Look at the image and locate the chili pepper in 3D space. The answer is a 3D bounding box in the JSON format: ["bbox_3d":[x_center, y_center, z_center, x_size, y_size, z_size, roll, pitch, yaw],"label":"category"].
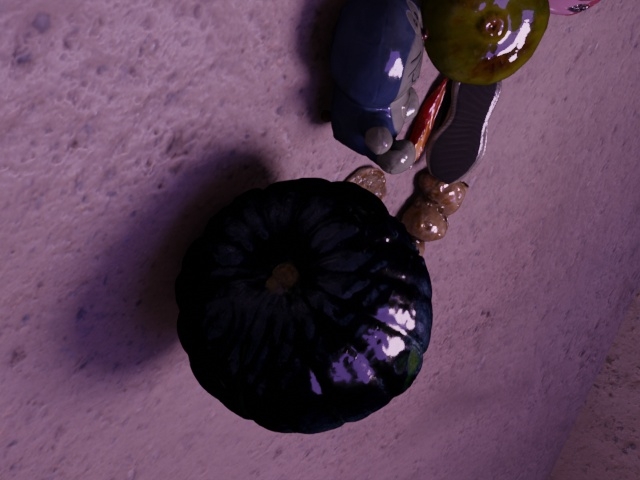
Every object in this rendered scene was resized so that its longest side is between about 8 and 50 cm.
[{"bbox_3d":[0.181,-0.206,1.755,0.045,0.027,0.178,-9,126,-58],"label":"chili pepper"}]

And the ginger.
[{"bbox_3d":[0.192,-0.039,1.884,0.104,0.080,0.204,25,97,-28],"label":"ginger"}]

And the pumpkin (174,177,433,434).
[{"bbox_3d":[-0.021,0.085,1.400,0.363,0.363,0.266,-53,152,-7],"label":"pumpkin"}]

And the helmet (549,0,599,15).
[{"bbox_3d":[0.399,-0.460,1.636,0.253,0.154,0.198,32,108,-22],"label":"helmet"}]

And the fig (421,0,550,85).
[{"bbox_3d":[0.249,-0.352,1.587,0.225,0.203,0.203,-89,-164,-65],"label":"fig"}]

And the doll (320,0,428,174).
[{"bbox_3d":[0.087,-0.243,1.459,0.258,0.154,0.228,101,2,-45],"label":"doll"}]

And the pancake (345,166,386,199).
[{"bbox_3d":[0.063,-0.063,1.721,0.139,0.022,0.139,-37,145,-33],"label":"pancake"}]

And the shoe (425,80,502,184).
[{"bbox_3d":[0.256,-0.214,1.791,0.112,0.099,0.228,-66,174,-67],"label":"shoe"}]
